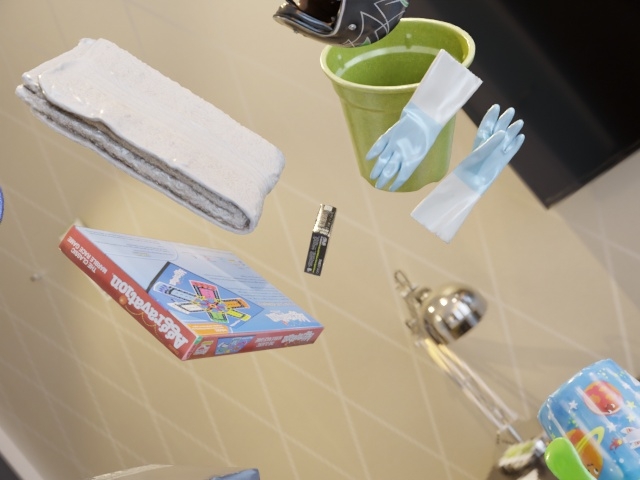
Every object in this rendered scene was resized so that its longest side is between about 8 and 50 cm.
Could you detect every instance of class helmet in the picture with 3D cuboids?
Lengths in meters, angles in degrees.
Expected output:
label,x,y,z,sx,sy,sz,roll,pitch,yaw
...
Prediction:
label,x,y,z,sx,sy,sz,roll,pitch,yaw
helmet,0.033,-0.314,0.934,0.169,0.161,0.169,-46,-37,-51

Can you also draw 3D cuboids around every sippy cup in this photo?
label,x,y,z,sx,sy,sz,roll,pitch,yaw
sippy cup,0.498,0.332,1.287,0.240,0.224,0.305,-38,-30,3

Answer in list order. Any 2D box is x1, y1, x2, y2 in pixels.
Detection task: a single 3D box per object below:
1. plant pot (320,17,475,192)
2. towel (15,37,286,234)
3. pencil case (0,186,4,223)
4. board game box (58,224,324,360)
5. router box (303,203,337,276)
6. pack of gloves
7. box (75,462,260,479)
label,x,y,z,sx,sy,sz,roll,pitch,yaw
plant pot,0.152,-0.240,1.436,0.276,0.276,0.254,-39,-43,-32
towel,-0.173,-0.125,0.851,0.049,0.282,0.187,-55,8,29
pencil case,-0.516,-0.016,0.946,0.306,0.119,0.133,-12,62,38
board game box,-0.102,0.050,0.713,0.027,0.145,0.281,-56,-19,7
router box,0.000,0.000,1.589,0.092,0.038,0.122,-74,-3,-47
pack of gloves,0.196,-0.139,1.162,0.232,0.195,0.046,-54,15,2
box,-0.217,0.496,1.045,0.179,0.343,0.312,-1,-11,-38
